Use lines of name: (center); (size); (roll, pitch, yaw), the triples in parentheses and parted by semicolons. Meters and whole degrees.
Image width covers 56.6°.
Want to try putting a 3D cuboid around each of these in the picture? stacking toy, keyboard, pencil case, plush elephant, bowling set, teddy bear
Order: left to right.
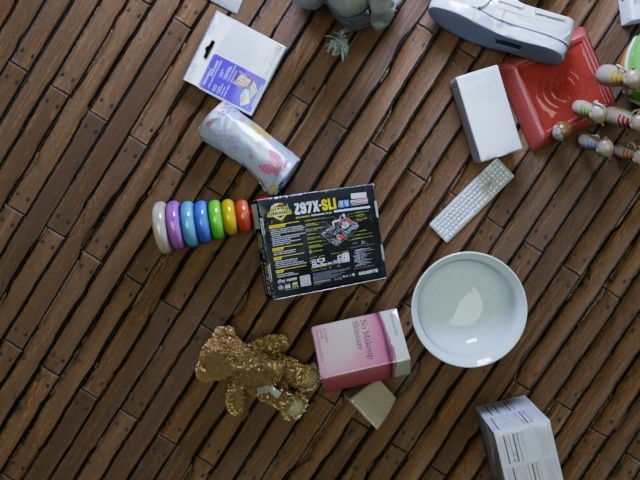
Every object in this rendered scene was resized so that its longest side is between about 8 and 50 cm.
stacking toy: (-0.265, -0.054, 1.565); (0.331, 0.141, 0.141); (-8, 93, -3)
pencil case: (-0.185, -0.242, 1.560); (0.273, 0.113, 0.124); (40, 121, -2)
teddy bear: (-0.166, 0.357, 1.607); (0.338, 0.113, 0.245); (9, 100, -8)
plush elephant: (0.081, -0.632, 1.463); (0.272, 0.255, 0.329); (14, 93, 0)
keyboard: (0.410, -0.109, 1.611); (0.072, 0.014, 0.256); (45, 93, -2)
bowling set: (0.706, -0.277, 1.493); (0.200, 0.154, 0.287); (-27, 112, 3)

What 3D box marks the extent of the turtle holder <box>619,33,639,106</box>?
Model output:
turtle holder: (0.911, -0.440, 1.483); (0.320, 0.227, 0.243); (-21, 92, 1)

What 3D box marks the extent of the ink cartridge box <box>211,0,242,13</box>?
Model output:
ink cartridge box: (-0.266, -0.845, 1.559); (0.308, 0.091, 0.385); (28, 110, -2)

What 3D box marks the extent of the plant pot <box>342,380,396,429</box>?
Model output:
plant pot: (0.139, 0.427, 1.602); (0.096, 0.109, 0.109); (-41, 92, -10)

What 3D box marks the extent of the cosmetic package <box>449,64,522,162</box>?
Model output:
cosmetic package: (0.434, -0.330, 1.565); (0.117, 0.085, 0.231); (-17, 95, 2)

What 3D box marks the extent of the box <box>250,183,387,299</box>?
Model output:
box: (0.000, 0.000, 1.541); (0.322, 0.079, 0.257); (-10, 92, -18)

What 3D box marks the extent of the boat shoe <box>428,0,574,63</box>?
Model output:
boat shoe: (0.469, -0.586, 1.514); (0.367, 0.136, 0.156); (22, 88, 11)

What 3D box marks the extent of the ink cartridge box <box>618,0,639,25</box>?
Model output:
ink cartridge box: (0.841, -0.666, 1.553); (0.104, 0.060, 0.180); (-9, 93, 2)

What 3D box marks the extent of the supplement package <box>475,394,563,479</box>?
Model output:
supplement package: (0.525, 0.573, 1.552); (0.145, 0.204, 0.261); (-13, 93, 2)

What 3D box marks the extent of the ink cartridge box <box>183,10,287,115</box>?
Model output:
ink cartridge box: (-0.226, -0.468, 1.579); (0.208, 0.045, 0.206); (28, 93, -2)

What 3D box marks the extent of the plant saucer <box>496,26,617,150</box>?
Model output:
plant saucer: (0.637, -0.405, 1.577); (0.259, 0.048, 0.258); (-24, 93, 2)

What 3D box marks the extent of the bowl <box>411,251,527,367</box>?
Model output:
bowl: (0.378, 0.173, 1.567); (0.298, 0.134, 0.297); (0, 93, 1)

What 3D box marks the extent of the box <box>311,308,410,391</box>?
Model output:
box: (0.107, 0.287, 1.551); (0.233, 0.126, 0.148); (-13, 59, 1)
